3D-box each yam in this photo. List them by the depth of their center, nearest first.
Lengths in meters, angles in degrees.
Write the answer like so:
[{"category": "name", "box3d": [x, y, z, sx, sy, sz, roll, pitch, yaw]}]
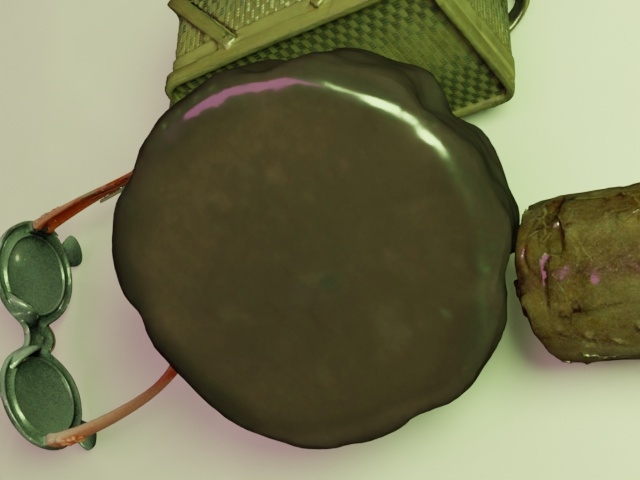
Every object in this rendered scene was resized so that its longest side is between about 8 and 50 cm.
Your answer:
[{"category": "yam", "box3d": [0.258, 0.009, 0.610, 0.279, 0.131, 0.131, -11, 71, 36]}]

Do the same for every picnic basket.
[{"category": "picnic basket", "box3d": [0.019, -0.172, 0.803, 0.266, 0.165, 0.139, -16, 56, 31]}]

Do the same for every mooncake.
[{"category": "mooncake", "box3d": [0.000, 0.000, 0.725, 0.282, 0.141, 0.283, 2, 108, 7]}]

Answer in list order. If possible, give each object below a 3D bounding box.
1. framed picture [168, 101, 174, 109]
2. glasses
[{"category": "framed picture", "box3d": [-0.123, -0.083, 0.917, 0.183, 0.011, 0.142, 119, 143, -62]}, {"category": "glasses", "box3d": [-0.183, 0.054, 0.928, 0.268, 0.118, 0.234, -23, 63, 31]}]
